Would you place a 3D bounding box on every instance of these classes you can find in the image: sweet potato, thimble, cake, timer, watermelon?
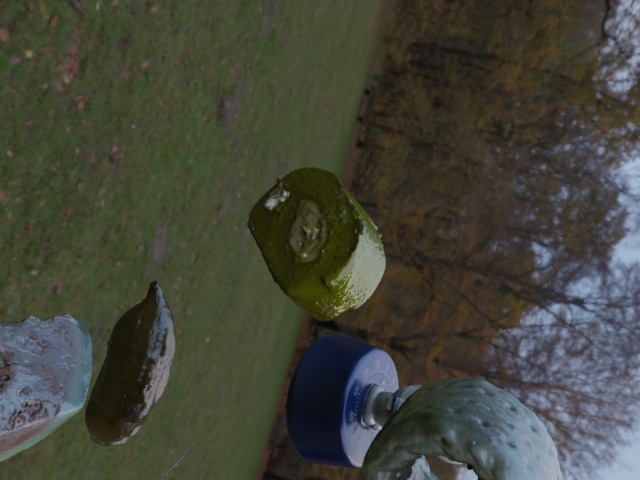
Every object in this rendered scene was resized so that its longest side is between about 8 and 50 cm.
[{"bbox_3d":[-0.385,0.260,1.385,0.158,0.158,0.369,-67,-177,-67],"label":"sweet potato"},{"bbox_3d":[0.211,0.361,0.978,0.195,0.292,0.291,-26,137,-56],"label":"thimble"},{"bbox_3d":[0.000,0.000,1.117,0.179,0.260,0.156,-39,140,8],"label":"cake"},{"bbox_3d":[0.155,0.339,1.300,0.270,0.384,0.270,-7,99,-57],"label":"timer"},{"bbox_3d":[-0.533,0.253,1.120,0.310,0.193,0.231,-29,160,-13],"label":"watermelon"}]

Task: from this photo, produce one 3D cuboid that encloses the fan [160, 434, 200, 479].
[{"bbox_3d":[-0.286,0.443,1.316,0.182,0.010,0.310,-48,176,-7],"label":"fan"}]
